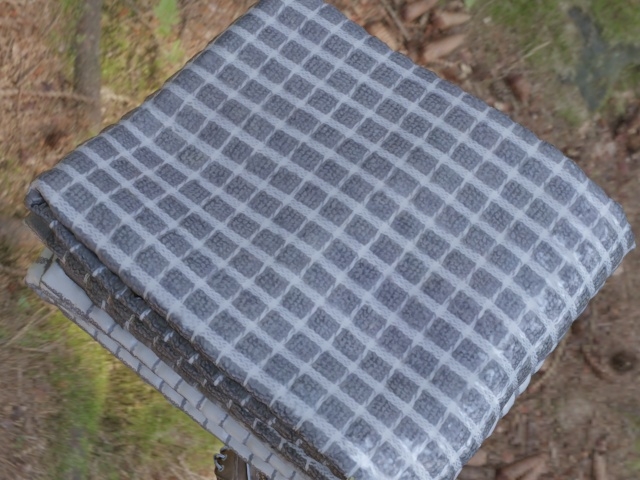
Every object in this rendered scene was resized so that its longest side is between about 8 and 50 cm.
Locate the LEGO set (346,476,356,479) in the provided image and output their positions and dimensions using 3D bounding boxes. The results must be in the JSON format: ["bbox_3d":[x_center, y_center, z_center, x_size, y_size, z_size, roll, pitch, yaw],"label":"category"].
[{"bbox_3d":[-0.006,0.101,0.362,0.023,0.083,0.054,34,81,5],"label":"LEGO set"}]

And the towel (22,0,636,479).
[{"bbox_3d":[0.000,0.000,0.608,0.284,0.121,0.235,37,68,12],"label":"towel"}]

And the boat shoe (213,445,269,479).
[{"bbox_3d":[-0.064,0.210,0.986,0.066,0.066,0.183,-12,64,-6],"label":"boat shoe"}]
